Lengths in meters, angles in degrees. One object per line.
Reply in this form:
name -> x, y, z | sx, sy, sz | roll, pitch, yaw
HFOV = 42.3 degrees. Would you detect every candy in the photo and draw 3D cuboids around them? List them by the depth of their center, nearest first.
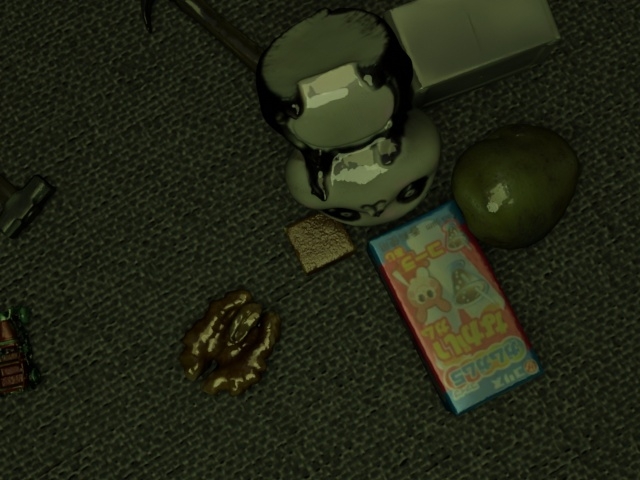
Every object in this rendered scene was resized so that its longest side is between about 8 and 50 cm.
candy -> 0.207, 0.106, 1.304 | 0.157, 0.100, 0.306 | -26, 84, -2

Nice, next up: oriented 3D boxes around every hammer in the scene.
hammer -> -0.121, -0.322, 1.396 | 0.440, 0.044, 0.168 | 40, 85, 6
hammer -> -0.614, -0.157, 1.397 | 0.365, 0.043, 0.111 | 40, 86, 7

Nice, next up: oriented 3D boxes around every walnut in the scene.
walnut -> -0.141, 0.168, 1.324 | 0.143, 0.069, 0.170 | 39, 84, 7

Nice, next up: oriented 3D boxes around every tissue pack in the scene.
tissue pack -> 0.234, -0.320, 1.326 | 0.246, 0.159, 0.136 | -20, 84, -1

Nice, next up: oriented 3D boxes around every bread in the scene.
bread -> 0.000, 0.000, 1.356 | 0.094, 0.035, 0.090 | -26, 83, -1

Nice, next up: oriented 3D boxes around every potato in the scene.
potato -> 0.311, -0.092, 1.285 | 0.251, 0.159, 0.174 | -33, 107, -29

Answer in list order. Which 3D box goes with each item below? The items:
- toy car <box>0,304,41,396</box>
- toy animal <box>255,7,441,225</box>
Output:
toy car -> -0.503, 0.178, 1.343 | 0.073, 0.054, 0.143 | -12, 84, 0
toy animal -> 0.053, -0.165, 1.242 | 0.250, 0.310, 0.251 | -12, 43, 11
